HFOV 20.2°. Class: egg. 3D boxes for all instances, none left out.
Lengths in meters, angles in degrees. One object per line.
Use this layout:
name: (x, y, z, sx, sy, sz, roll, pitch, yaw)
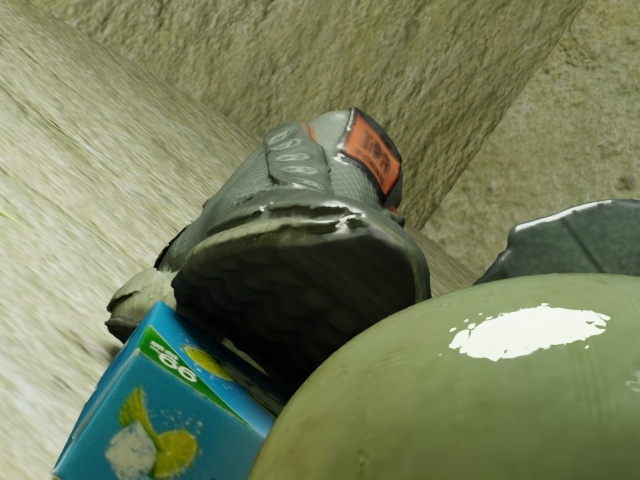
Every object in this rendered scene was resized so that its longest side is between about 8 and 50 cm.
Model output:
egg: (0.113, 0.120, 0.682, 0.295, 0.218, 0.218, -5, 6, 3)

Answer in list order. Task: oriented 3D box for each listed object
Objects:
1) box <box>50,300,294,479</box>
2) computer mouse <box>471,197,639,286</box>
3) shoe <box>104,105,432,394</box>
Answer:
box: (-0.023, 0.120, 0.854, 0.194, 0.073, 0.139, 35, 5, -5)
computer mouse: (0.189, 0.152, 0.891, 0.374, 0.203, 0.114, 59, -6, -26)
shoe: (0.000, 0.000, 0.972, 0.132, 0.171, 0.336, 38, -19, -11)
